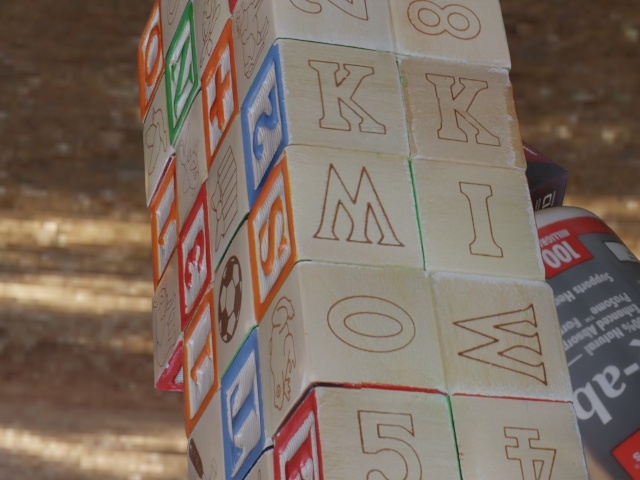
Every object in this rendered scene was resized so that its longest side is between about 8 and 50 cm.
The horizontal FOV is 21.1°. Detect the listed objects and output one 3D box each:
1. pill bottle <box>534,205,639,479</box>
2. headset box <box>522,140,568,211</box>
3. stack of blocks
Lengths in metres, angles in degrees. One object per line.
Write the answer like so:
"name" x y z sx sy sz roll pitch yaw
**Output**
"pill bottle" 0.238 0.164 1.316 0.210 0.363 0.210 -28 150 -18
"headset box" 0.049 -0.032 1.451 0.293 0.110 0.218 -26 -132 -36
"stack of blocks" 0.000 0.000 0.624 0.087 0.297 0.171 5 146 -19
